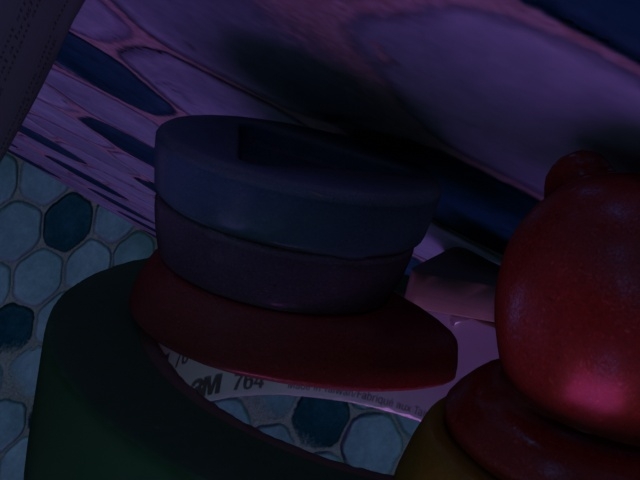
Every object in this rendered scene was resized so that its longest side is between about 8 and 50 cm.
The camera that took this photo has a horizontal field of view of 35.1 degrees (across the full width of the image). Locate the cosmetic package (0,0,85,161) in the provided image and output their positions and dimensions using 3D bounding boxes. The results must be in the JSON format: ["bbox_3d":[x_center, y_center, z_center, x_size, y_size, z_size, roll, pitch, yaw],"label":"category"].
[{"bbox_3d":[-0.162,-0.068,0.186,0.156,0.217,0.385,28,172,-4],"label":"cosmetic package"}]

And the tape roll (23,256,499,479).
[{"bbox_3d":[0.026,0.093,0.489,0.321,0.077,0.321,12,-166,-3],"label":"tape roll"}]

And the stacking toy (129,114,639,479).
[{"bbox_3d":[0.087,0.007,0.453,0.279,0.130,0.309,-4,-158,-46],"label":"stacking toy"}]
